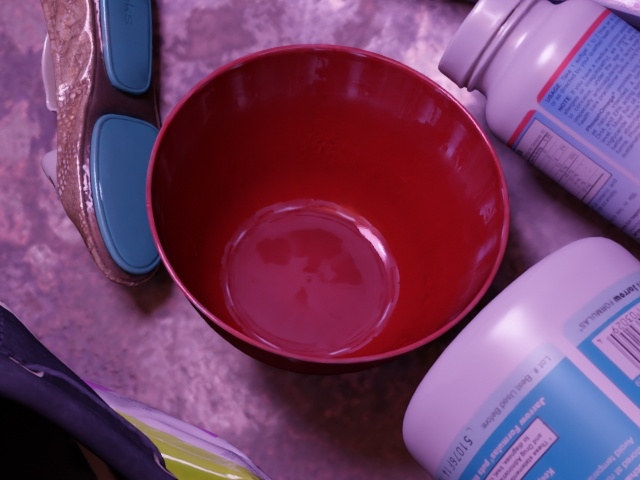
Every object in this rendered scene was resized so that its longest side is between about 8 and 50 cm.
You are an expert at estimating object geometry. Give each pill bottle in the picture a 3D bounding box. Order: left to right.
[{"bbox_3d":[0.143,-0.067,0.789,0.160,0.087,0.087,38,86,6],"label":"pill bottle"},{"bbox_3d":[0.173,0.133,0.714,0.146,0.146,0.264,-44,71,-1],"label":"pill bottle"}]

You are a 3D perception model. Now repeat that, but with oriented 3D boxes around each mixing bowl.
[{"bbox_3d":[0.000,0.000,0.799,0.181,0.098,0.181,3,61,-5],"label":"mixing bowl"}]

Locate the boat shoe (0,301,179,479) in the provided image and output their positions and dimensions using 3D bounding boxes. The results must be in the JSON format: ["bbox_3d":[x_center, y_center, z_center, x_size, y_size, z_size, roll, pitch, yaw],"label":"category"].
[{"bbox_3d":[-0.060,0.234,0.650,0.187,0.156,0.500,-36,100,-16],"label":"boat shoe"}]

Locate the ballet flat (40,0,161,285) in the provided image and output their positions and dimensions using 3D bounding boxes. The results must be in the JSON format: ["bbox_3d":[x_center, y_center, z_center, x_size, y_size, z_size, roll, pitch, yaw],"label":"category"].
[{"bbox_3d":[-0.127,-0.068,0.885,0.067,0.073,0.206,-17,68,36],"label":"ballet flat"}]

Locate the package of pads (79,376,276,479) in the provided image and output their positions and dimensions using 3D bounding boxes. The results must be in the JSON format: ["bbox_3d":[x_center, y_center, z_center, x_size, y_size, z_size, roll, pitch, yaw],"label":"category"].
[{"bbox_3d":[-0.180,0.169,0.806,0.297,0.101,0.229,21,81,16],"label":"package of pads"}]

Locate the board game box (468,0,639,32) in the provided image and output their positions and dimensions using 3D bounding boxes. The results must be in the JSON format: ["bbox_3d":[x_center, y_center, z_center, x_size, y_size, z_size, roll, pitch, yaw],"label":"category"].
[{"bbox_3d":[0.173,-0.271,0.862,0.319,0.066,0.318,19,81,16],"label":"board game box"}]
